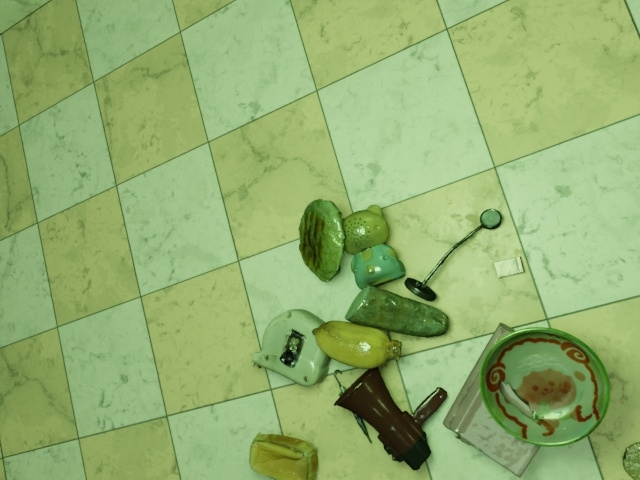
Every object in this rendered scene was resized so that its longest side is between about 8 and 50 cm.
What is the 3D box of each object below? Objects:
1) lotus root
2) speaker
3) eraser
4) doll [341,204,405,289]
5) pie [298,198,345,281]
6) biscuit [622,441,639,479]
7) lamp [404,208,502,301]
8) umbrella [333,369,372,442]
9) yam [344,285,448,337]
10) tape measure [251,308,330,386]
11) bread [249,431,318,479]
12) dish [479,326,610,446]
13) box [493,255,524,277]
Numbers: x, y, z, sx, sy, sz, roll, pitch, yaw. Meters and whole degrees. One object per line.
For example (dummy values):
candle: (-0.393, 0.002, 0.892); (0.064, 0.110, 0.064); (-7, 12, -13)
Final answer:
lotus root: (0.116, 0.340, 1.772); (0.303, 0.146, 0.131); (10, 122, 20)
speaker: (0.248, 0.551, 1.798); (0.329, 0.198, 0.259); (41, 63, 5)
eraser: (0.572, 0.471, 1.645); (0.272, 0.122, 0.359); (29, 99, 19)
doll: (0.159, 0.024, 1.827); (0.177, 0.161, 0.261); (-22, 81, 23)
pie: (0.000, 0.000, 1.870); (0.306, 0.071, 0.307); (175, 90, -67)
biscuit: (0.914, 0.626, 1.541); (0.120, 0.015, 0.120); (-1, 86, 23)
lamp: (0.432, 0.045, 1.773); (0.371, 0.108, 0.130); (-49, 58, -2)
umbrella: (0.103, 0.575, 1.889); (0.044, 0.044, 0.269); (-22, 78, -13)
yam: (0.251, 0.234, 1.747); (0.330, 0.133, 0.133); (15, 94, -5)
tape measure: (-0.089, 0.377, 1.935); (0.258, 0.130, 0.265); (19, 95, 26)
bread: (-0.129, 0.769, 1.941); (0.241, 0.107, 0.136); (5, 92, 24)
dish: (0.611, 0.386, 1.509); (0.324, 0.124, 0.325); (2, 95, 24)
box: (0.588, 0.083, 1.710); (0.082, 0.023, 0.052); (-16, 82, 22)
